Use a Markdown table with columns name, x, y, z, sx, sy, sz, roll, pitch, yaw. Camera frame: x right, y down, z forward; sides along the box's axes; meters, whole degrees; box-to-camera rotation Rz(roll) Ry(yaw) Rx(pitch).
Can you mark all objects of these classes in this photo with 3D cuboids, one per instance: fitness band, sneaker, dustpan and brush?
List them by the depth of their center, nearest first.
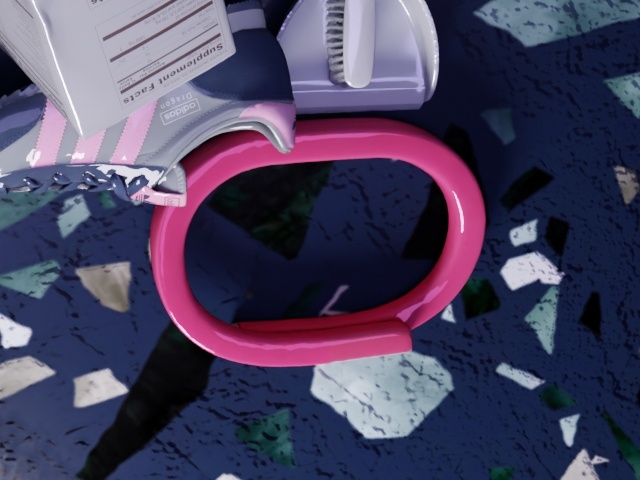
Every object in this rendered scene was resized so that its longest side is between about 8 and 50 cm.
| name | x | y | z | sx | sy | sz | roll | pitch | yaw |
| --- | --- | --- | --- | --- | --- | --- | --- | --- | --- |
| sneaker | -0.168 | -0.070 | 1.128 | 0.319 | 0.112 | 0.131 | -24 | 93 | -3 |
| dustpan and brush | 0.030 | -0.197 | 1.173 | 0.147 | 0.060 | 0.211 | -4 | 111 | -13 |
| fitness band | 0.000 | 0.000 | 1.249 | 0.290 | 0.054 | 0.209 | -5 | 109 | -14 |

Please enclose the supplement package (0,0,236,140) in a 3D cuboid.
| name | x | y | z | sx | sy | sz | roll | pitch | yaw |
| --- | --- | --- | --- | --- | --- | --- | --- | --- | --- |
| supplement package | -0.165 | -0.215 | 0.986 | 0.134 | 0.139 | 0.244 | -33 | 144 | -16 |
